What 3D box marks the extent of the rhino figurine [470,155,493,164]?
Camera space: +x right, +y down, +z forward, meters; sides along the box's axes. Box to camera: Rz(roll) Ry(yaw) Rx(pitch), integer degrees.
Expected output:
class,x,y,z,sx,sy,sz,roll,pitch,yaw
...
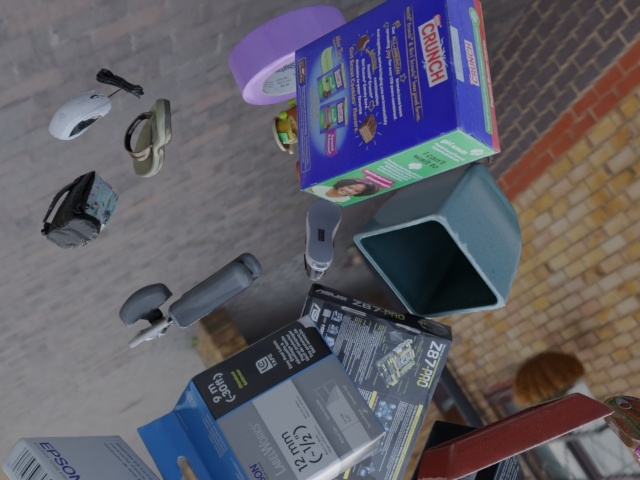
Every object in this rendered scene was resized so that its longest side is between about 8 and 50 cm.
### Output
class,x,y,z,sx,sy,sz,roll,pitch,yaw
rhino figurine,0.340,-0.254,2.019,0.073,0.243,0.106,-6,137,-14

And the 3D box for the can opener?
class,x,y,z,sx,sy,sz,roll,pitch,yaw
can opener,-0.223,0.087,1.450,0.283,0.095,0.076,-33,-173,30

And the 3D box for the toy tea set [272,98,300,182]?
class,x,y,z,sx,sy,sz,roll,pitch,yaw
toy tea set,-0.029,-0.277,2.227,0.124,0.200,0.336,-15,138,16

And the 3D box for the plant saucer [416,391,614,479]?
class,x,y,z,sx,sy,sz,roll,pitch,yaw
plant saucer,0.274,0.295,1.349,0.259,0.048,0.258,-21,167,-10

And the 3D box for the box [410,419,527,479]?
class,x,y,z,sx,sy,sz,roll,pitch,yaw
box,0.381,0.697,2.271,0.211,0.396,0.294,4,-133,32

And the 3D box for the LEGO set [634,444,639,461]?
class,x,y,z,sx,sy,sz,roll,pitch,yaw
LEGO set,0.568,0.411,1.457,0.087,0.093,0.227,-45,-155,-9

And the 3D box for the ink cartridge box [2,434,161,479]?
class,x,y,z,sx,sy,sz,roll,pitch,yaw
ink cartridge box,-0.278,0.428,1.401,0.071,0.324,0.330,-56,154,8

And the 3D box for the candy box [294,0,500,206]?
class,x,y,z,sx,sy,sz,roll,pitch,yaw
candy box,0.112,-0.230,1.439,0.317,0.268,0.122,-19,156,40

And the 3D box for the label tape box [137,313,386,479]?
class,x,y,z,sx,sy,sz,roll,pitch,yaw
label tape box,-0.102,0.319,1.506,0.347,0.249,0.115,-27,157,-17

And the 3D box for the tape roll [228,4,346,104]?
class,x,y,z,sx,sy,sz,roll,pitch,yaw
tape roll,-0.060,-0.403,1.972,0.274,0.090,0.275,-24,170,-4

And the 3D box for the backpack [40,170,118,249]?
class,x,y,z,sx,sy,sz,roll,pitch,yaw
backpack,-0.554,-0.072,2.109,0.151,0.115,0.182,-19,-141,26

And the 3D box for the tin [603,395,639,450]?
class,x,y,z,sx,sy,sz,roll,pitch,yaw
tin,0.691,0.402,1.969,0.106,0.040,0.190,-2,-159,-9

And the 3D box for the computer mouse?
class,x,y,z,sx,sy,sz,roll,pitch,yaw
computer mouse,-0.441,-0.263,1.729,0.193,0.106,0.042,-46,157,-29

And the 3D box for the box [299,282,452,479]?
class,x,y,z,sx,sy,sz,roll,pitch,yaw
box,0.071,0.323,1.921,0.097,0.318,0.395,-63,170,-73

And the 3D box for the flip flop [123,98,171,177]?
class,x,y,z,sx,sy,sz,roll,pitch,yaw
flip flop,-0.365,-0.212,1.865,0.080,0.112,0.277,-7,169,-21

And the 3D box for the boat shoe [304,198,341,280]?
class,x,y,z,sx,sy,sz,roll,pitch,yaw
boat shoe,0.000,0.000,2.035,0.080,0.229,0.076,11,132,-9

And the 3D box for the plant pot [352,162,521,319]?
class,x,y,z,sx,sy,sz,roll,pitch,yaw
plant pot,0.271,-0.020,1.870,0.247,0.248,0.252,-16,-150,48
